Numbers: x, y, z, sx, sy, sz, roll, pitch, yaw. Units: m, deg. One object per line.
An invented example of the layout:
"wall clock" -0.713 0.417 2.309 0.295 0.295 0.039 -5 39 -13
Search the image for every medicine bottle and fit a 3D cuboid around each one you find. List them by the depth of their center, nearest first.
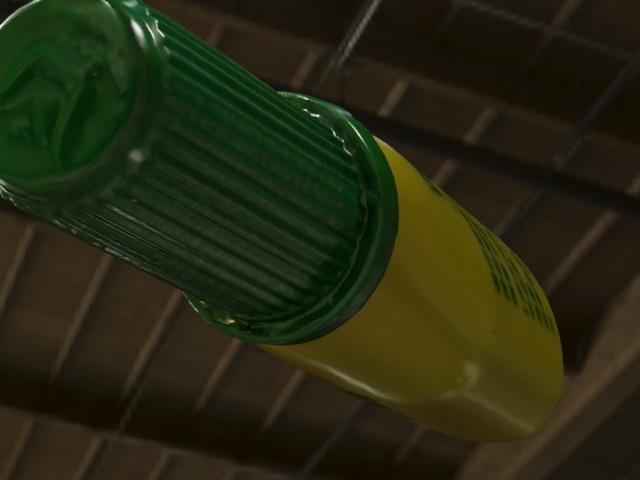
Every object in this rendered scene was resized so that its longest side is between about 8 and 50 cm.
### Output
"medicine bottle" 0.000 0.000 0.472 0.076 0.111 0.309 -48 -26 4
